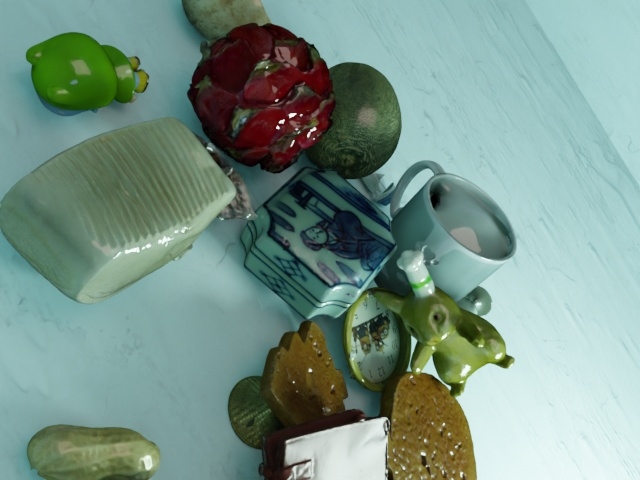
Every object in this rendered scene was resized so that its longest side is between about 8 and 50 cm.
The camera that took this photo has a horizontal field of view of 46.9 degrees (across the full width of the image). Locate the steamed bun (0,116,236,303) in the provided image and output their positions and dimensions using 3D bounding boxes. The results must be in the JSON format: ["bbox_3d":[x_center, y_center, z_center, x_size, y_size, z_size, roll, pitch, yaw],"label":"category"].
[{"bbox_3d":[-0.354,-0.043,1.283,0.247,0.236,0.383,48,43,3],"label":"steamed bun"}]

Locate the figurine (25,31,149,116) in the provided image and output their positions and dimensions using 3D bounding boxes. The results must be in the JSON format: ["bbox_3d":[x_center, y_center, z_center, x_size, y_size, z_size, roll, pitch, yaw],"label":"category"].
[{"bbox_3d":[-0.448,-0.326,1.442,0.263,0.143,0.162,-24,88,-57],"label":"figurine"}]

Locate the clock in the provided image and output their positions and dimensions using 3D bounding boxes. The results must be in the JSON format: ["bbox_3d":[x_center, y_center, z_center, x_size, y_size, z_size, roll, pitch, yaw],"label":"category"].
[{"bbox_3d":[0.117,0.222,1.647,0.237,0.057,0.237,14,72,-46],"label":"clock"}]

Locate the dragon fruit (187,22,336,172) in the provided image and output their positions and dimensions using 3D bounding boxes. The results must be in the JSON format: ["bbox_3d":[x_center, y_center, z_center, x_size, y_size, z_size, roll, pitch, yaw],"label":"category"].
[{"bbox_3d":[-0.120,-0.310,1.595,0.329,0.329,0.329,22,53,-31],"label":"dragon fruit"}]

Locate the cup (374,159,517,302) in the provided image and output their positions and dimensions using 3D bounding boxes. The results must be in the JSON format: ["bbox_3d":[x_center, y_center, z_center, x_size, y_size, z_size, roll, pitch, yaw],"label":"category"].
[{"bbox_3d":[0.257,-0.016,1.771,0.259,0.274,0.356,7,48,-36],"label":"cup"}]

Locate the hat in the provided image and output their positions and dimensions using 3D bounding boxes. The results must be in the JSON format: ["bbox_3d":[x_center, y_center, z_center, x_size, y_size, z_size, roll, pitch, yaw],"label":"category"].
[{"bbox_3d":[-0.098,0.320,1.407,0.146,0.067,0.146,22,53,-32],"label":"hat"}]

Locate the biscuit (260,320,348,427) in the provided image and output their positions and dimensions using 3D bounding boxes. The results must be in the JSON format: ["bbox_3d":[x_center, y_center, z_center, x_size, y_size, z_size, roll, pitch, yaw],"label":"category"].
[{"bbox_3d":[-0.036,0.283,1.444,0.301,0.043,0.278,22,51,-58],"label":"biscuit"}]

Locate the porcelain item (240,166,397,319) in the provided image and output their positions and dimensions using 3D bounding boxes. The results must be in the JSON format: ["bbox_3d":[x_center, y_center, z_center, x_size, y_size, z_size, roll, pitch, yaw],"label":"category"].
[{"bbox_3d":[0.000,0.000,1.575,0.281,0.157,0.286,41,50,5],"label":"porcelain item"}]

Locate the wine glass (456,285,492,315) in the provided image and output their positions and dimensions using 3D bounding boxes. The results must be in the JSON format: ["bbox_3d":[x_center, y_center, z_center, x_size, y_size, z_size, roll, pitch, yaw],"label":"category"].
[{"bbox_3d":[0.353,0.186,1.873,0.202,0.093,0.093,-23,82,-46],"label":"wine glass"}]

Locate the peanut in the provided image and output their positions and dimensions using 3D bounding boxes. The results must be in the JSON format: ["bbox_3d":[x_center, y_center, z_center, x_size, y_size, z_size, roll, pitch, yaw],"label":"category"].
[{"bbox_3d":[-0.349,0.339,1.155,0.214,0.090,0.098,12,46,-36],"label":"peanut"}]

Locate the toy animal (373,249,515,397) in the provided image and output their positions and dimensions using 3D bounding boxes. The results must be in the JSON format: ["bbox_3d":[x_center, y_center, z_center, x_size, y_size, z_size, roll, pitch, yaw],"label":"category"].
[{"bbox_3d":[0.253,0.189,1.605,0.363,0.181,0.180,37,32,-33],"label":"toy animal"}]

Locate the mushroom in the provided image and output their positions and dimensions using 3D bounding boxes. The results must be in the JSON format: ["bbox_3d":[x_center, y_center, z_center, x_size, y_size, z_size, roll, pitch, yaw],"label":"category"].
[{"bbox_3d":[-0.235,-0.569,1.761,0.189,0.195,0.253,-15,81,-12],"label":"mushroom"}]

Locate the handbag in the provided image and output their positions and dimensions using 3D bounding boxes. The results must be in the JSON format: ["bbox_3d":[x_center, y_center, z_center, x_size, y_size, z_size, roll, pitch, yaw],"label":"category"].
[{"bbox_3d":[0.010,0.455,1.351,0.276,0.084,0.260,-1,95,-42],"label":"handbag"}]

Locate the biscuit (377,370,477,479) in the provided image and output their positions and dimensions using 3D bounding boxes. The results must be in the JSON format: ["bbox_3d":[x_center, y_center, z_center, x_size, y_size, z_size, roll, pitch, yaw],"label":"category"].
[{"bbox_3d":[0.211,0.473,1.577,0.350,0.070,0.394,32,49,-32],"label":"biscuit"}]

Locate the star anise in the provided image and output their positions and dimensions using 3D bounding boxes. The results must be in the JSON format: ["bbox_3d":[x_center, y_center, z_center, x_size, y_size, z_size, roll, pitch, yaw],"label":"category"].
[{"bbox_3d":[-0.230,-0.130,1.478,0.257,0.198,0.110,45,76,-9],"label":"star anise"}]

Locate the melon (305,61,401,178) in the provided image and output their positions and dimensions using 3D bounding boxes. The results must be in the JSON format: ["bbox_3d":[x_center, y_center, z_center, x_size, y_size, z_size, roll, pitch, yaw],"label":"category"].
[{"bbox_3d":[0.076,-0.299,1.809,0.249,0.249,0.329,29,46,-26],"label":"melon"}]

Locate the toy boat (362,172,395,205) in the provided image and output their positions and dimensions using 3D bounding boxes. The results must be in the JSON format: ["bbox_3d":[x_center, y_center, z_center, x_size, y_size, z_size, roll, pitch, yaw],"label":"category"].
[{"bbox_3d":[0.142,-0.149,1.927,0.149,0.034,0.105,37,44,-20],"label":"toy boat"}]
